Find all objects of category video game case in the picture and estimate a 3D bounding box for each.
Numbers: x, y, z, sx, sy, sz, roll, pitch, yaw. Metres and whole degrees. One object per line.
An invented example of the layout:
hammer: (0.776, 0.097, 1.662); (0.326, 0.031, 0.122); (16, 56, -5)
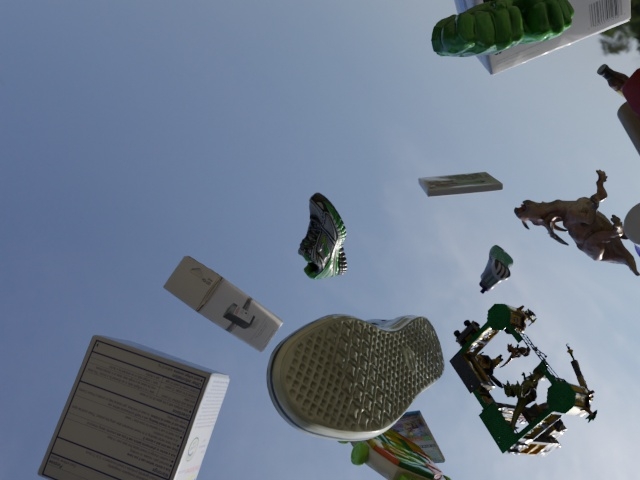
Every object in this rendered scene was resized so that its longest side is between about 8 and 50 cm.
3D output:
video game case: (0.262, 0.552, 1.698); (0.015, 0.119, 0.166); (-39, -75, -51)
video game case: (0.301, -0.124, 1.328); (0.157, 0.019, 0.143); (-5, -164, 3)

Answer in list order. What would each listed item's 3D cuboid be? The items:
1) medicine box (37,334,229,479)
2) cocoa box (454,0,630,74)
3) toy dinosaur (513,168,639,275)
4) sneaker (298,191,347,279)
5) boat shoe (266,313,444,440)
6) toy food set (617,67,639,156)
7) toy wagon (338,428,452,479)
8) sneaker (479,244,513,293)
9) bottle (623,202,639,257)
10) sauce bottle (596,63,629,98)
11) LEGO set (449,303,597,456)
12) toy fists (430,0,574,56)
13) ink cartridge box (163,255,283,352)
medicine box: (-0.363, 0.368, 1.221); (0.263, 0.289, 0.149); (16, 168, 12)
cocoa box: (0.510, -0.597, 1.449); (0.347, 0.231, 0.228); (-21, -141, 8)
toy dinosaur: (0.610, -0.019, 1.392); (0.127, 0.200, 0.295); (-18, -119, -34)
sneaker: (0.000, 0.000, 1.990); (0.146, 0.343, 0.134); (-19, -142, -17)
boat shoe: (0.052, 0.213, 0.990); (0.500, 0.156, 0.187); (3, -110, -61)
toy food set: (0.445, -0.167, 0.731); (0.111, 0.232, 0.104); (-2, -121, -17)
toy wagon: (0.195, 0.546, 1.482); (0.267, 0.068, 0.344); (26, 179, -15)
sneaker: (0.509, 0.084, 1.810); (0.083, 0.098, 0.224); (44, -155, 5)
bottle: (0.543, 0.017, 0.899); (0.283, 0.118, 0.092); (22, -118, -37)
sauce bottle: (0.682, -0.354, 1.376); (0.128, 0.042, 0.042); (32, -150, -15)
LEGO set: (0.452, 0.308, 1.325); (0.192, 0.255, 0.331); (19, -159, -38)
toy fists: (0.350, -0.408, 1.144); (0.279, 0.096, 0.142); (-18, -156, -24)
ink cartridge box: (-0.209, 0.138, 1.324); (0.158, 0.092, 0.218); (23, 164, 46)
